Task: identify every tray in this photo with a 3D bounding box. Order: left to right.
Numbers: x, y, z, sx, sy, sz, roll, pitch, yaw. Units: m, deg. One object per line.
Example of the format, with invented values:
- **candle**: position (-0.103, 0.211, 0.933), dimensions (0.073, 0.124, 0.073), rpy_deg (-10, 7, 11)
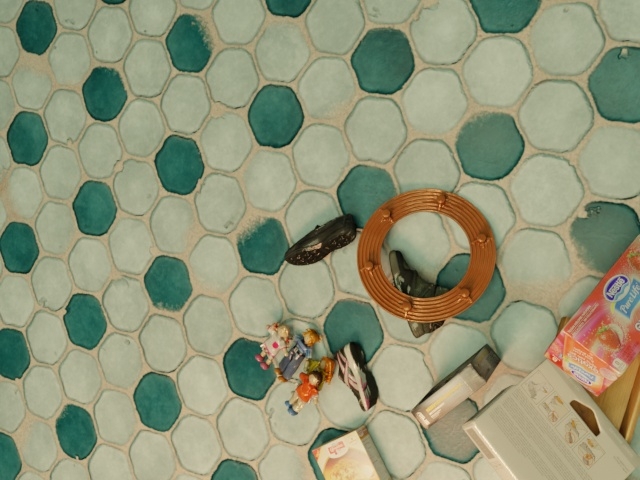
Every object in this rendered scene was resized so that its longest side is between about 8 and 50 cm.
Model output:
- **tray**: position (0.574, 0.395, 1.644), dimensions (0.202, 0.076, 0.411), rpy_deg (18, 86, 9)

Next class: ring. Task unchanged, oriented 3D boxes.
- **ring**: position (0.251, 0.030, 1.806), dimensions (0.336, 0.032, 0.337), rpy_deg (-4, 73, 12)

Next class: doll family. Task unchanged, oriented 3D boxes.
- **doll family**: position (-0.048, 0.322, 1.974), dimensions (0.163, 0.118, 0.263), rpy_deg (-54, 54, 22)

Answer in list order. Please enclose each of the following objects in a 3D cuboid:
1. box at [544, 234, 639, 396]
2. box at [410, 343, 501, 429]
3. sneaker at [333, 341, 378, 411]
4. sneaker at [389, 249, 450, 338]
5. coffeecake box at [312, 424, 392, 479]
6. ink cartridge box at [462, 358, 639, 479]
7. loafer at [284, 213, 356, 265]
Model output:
- **box**: position (0.623, 0.156, 1.563), dimensions (0.142, 0.154, 0.300), rpy_deg (39, 69, 19)
- **box**: position (0.318, 0.335, 1.734), dimensions (0.183, 0.231, 0.056), rpy_deg (-44, 78, 19)
- **sneaker**: position (0.088, 0.355, 1.933), dimensions (0.077, 0.072, 0.178), rpy_deg (-27, 73, 34)
- **sneaker**: position (0.249, 0.116, 1.844), dimensions (0.130, 0.087, 0.228), rpy_deg (-21, 65, 1)
- **coffeecake box**: position (0.087, 0.593, 1.930), dimensions (0.142, 0.068, 0.186), rpy_deg (-31, 79, 22)
- **ink cartridge box**: position (0.489, 0.431, 1.581), dimensions (0.261, 0.066, 0.296), rpy_deg (-33, 79, -24)
- **loafer**: position (0.000, 0.000, 1.958), dimensions (0.223, 0.076, 0.078), rpy_deg (-27, 45, 28)
